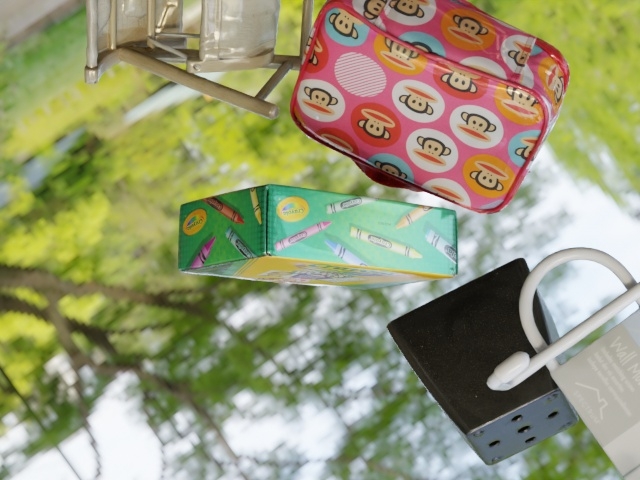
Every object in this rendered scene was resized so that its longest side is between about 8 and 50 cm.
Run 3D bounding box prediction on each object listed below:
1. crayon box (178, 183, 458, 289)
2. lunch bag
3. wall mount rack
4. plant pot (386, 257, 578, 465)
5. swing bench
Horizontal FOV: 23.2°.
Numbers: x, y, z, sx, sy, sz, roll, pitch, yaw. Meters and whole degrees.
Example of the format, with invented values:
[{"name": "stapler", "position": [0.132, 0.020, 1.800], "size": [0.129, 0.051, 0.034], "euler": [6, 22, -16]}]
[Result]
[{"name": "crayon box", "position": [0.000, 0.000, 1.754], "size": [0.278, 0.081, 0.165], "euler": [7, 169, -38]}, {"name": "lunch bag", "position": [0.116, -0.154, 1.781], "size": [0.120, 0.293, 0.258], "euler": [-61, 175, -41]}, {"name": "wall mount rack", "position": [0.329, 0.119, 1.345], "size": [0.304, 0.350, 0.130], "euler": [-37, 165, 7]}, {"name": "plant pot", "position": [0.217, 0.163, 1.913], "size": [0.188, 0.167, 0.187], "euler": [-28, 149, 5]}, {"name": "swing bench", "position": [-0.138, -0.306, 1.816], "size": [0.254, 0.253, 0.165], "euler": [13, -149, 13]}]
